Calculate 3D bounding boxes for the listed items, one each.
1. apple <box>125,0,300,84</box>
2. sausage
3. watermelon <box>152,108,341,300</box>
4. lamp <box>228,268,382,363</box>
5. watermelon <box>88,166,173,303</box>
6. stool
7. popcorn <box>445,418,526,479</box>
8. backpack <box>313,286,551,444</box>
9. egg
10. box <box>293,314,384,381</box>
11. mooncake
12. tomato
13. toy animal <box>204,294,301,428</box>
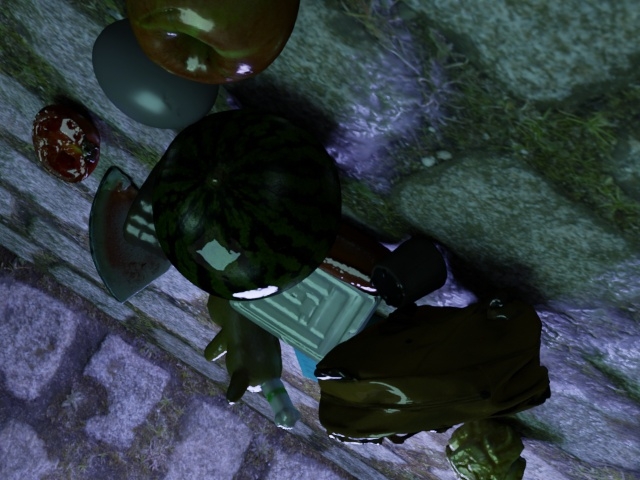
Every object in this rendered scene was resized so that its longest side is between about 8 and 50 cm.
[{"bbox_3d":[-0.113,-0.275,0.992,0.195,0.196,0.196,27,159,11],"label":"apple"},{"bbox_3d":[0.000,0.000,1.570,0.330,0.102,0.102,28,159,11],"label":"sausage"},{"bbox_3d":[-0.110,-0.054,1.342,0.285,0.285,0.285,27,159,11],"label":"watermelon"},{"bbox_3d":[-0.034,0.108,1.780,0.269,0.047,0.267,32,132,4],"label":"lamp"},{"bbox_3d":[-0.404,0.005,2.010,0.213,0.290,0.320,-1,141,1],"label":"watermelon"},{"bbox_3d":[0.142,0.053,1.460,0.096,0.110,0.096,40,147,34],"label":"stool"},{"bbox_3d":[0.381,0.498,2.079,0.188,0.167,0.185,64,178,-22],"label":"popcorn"},{"bbox_3d":[0.173,0.201,1.452,0.353,0.378,0.201,-14,93,53],"label":"backpack"},{"bbox_3d":[-0.234,-0.238,1.277,0.198,0.146,0.146,34,161,16],"label":"egg"},{"bbox_3d":[0.055,0.246,2.022,0.205,0.118,0.311,20,157,17],"label":"box"},{"bbox_3d":[-0.234,-0.068,1.562,0.124,0.228,0.228,31,159,-2],"label":"mooncake"},{"bbox_3d":[-0.491,-0.203,1.794,0.138,0.091,0.159,11,126,22],"label":"tomato"},{"bbox_3d":[-0.155,0.247,1.988,0.181,0.363,0.180,1,157,-17],"label":"toy animal"}]
